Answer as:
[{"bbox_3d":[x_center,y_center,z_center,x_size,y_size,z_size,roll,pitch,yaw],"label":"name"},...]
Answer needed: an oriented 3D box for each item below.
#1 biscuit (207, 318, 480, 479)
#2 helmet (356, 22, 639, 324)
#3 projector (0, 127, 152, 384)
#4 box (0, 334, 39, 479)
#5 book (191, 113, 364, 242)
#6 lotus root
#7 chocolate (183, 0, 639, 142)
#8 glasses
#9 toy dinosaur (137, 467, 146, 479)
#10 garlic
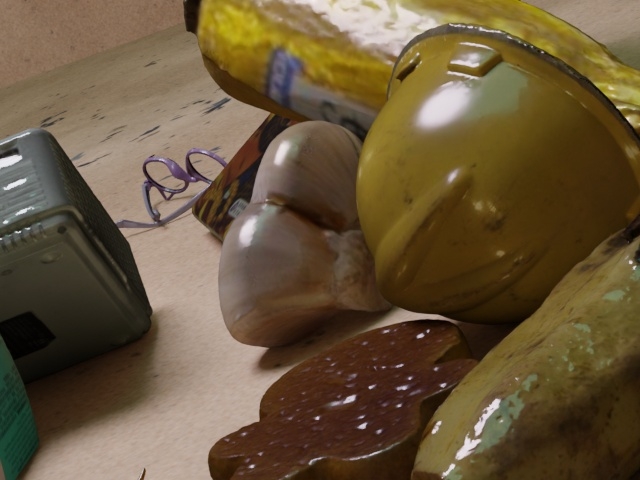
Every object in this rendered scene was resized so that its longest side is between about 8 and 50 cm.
[{"bbox_3d":[0.021,0.105,1.037,0.180,0.039,0.236,-20,14,16],"label":"biscuit"},{"bbox_3d":[0.093,-0.017,1.123,0.140,0.205,0.257,-49,5,-23],"label":"helmet"},{"bbox_3d":[-0.252,0.033,1.347,0.192,0.099,0.256,-21,-22,1],"label":"projector"},{"bbox_3d":[-0.370,0.172,1.195,0.311,0.118,0.205,-19,11,10],"label":"box"},{"bbox_3d":[0.056,-0.156,1.551,0.428,0.039,0.300,-51,18,-2],"label":"book"},{"bbox_3d":[0.142,0.070,0.888,0.258,0.097,0.110,-39,14,-28],"label":"lotus root"},{"bbox_3d":[0.102,-0.125,1.281,0.445,0.162,0.162,24,42,36],"label":"chocolate"},{"bbox_3d":[-0.159,-0.037,1.818,0.140,0.062,0.103,-8,42,42],"label":"glasses"},{"bbox_3d":[-0.137,0.175,1.030,0.041,0.026,0.113,-7,29,24],"label":"toy dinosaur"},{"bbox_3d":[-0.013,-0.003,1.271,0.099,0.124,0.174,-7,65,51],"label":"garlic"}]
